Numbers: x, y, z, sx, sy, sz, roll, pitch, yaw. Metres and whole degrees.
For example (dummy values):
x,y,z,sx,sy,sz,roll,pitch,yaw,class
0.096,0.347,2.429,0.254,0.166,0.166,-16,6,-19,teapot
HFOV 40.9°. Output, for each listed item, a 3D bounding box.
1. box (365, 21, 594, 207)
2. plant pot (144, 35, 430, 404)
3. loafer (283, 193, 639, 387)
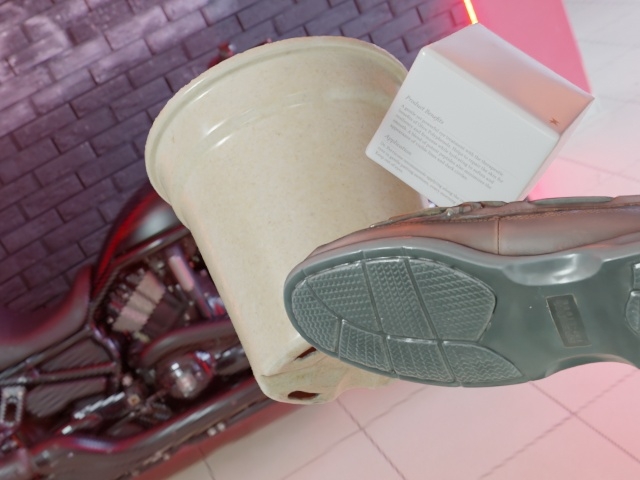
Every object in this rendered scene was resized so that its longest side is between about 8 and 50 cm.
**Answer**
x,y,z,sx,sy,sz,roll,pitch,yaw,class
0.106,-0.076,0.566,0.102,0.101,0.087,-38,-19,-52,box
0.000,0.000,0.959,0.334,0.334,0.305,-23,61,7,plant pot
0.112,0.020,0.461,0.268,0.096,0.084,-4,29,27,loafer
